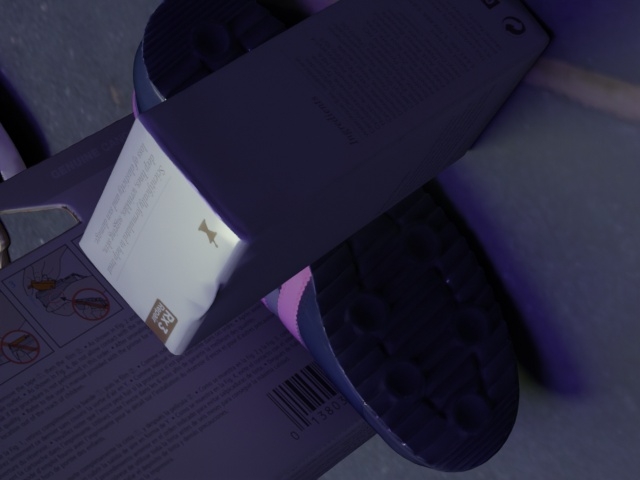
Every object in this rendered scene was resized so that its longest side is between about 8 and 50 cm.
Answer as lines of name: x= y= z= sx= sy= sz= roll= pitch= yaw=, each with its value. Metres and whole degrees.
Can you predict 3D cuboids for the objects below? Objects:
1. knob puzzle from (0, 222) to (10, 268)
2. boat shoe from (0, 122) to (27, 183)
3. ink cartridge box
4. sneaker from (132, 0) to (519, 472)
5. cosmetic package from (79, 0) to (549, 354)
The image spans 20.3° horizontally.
knob puzzle: x=-0.324 y=-0.016 z=1.462 sx=0.213 sy=0.030 sz=0.213 roll=29 pitch=135 yaw=33
boat shoe: x=-0.334 y=-0.131 z=1.323 sx=0.302 sy=0.091 sz=0.114 roll=50 pitch=158 yaw=13
ink cartridge box: x=-0.132 y=0.078 z=1.088 sx=0.261 sy=0.296 sz=0.066 roll=45 pitch=142 yaw=17
sneaker: x=0.000 y=0.000 z=1.061 sx=0.319 sy=0.112 sz=0.131 roll=57 pitch=161 yaw=4
cosmetic package: x=-0.001 y=-0.051 z=0.895 sx=0.085 sy=0.231 sz=0.117 roll=49 pitch=142 yaw=12
